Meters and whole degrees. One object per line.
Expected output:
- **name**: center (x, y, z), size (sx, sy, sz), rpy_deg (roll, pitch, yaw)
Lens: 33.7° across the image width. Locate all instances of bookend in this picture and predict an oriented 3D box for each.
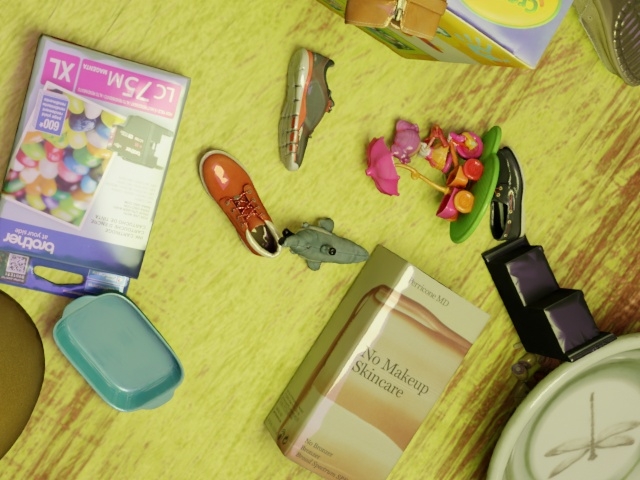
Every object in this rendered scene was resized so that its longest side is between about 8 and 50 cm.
- **bookend**: center (0.304, 0.073, 1.422), size (0.072, 0.156, 0.157), rpy_deg (-26, 94, -10)

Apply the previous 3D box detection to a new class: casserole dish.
- **casserole dish**: center (-0.253, 0.136, 1.333), size (0.114, 0.037, 0.188), rpy_deg (-30, 116, 8)

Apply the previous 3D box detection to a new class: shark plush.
- **shark plush**: center (0.000, 0.000, 1.349), size (0.161, 0.067, 0.073), rpy_deg (32, 82, -58)

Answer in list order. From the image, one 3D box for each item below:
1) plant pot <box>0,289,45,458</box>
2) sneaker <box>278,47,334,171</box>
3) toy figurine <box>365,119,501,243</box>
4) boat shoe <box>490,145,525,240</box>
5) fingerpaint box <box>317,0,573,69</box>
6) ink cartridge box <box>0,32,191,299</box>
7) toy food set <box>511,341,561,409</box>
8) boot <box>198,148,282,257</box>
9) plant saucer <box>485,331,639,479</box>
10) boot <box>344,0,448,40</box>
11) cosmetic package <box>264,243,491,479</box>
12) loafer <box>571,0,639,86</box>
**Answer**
- **plant pot**: center (-0.428, 0.182, 1.195), size (0.237, 0.254, 0.237), rpy_deg (-4, 102, -17)
- **sneaker**: center (-0.011, -0.164, 1.349), size (0.065, 0.061, 0.157), rpy_deg (6, 100, -24)
- **toy figurine**: center (0.140, -0.104, 1.388), size (0.159, 0.130, 0.173), rpy_deg (22, 72, -10)
- **boat shoe**: center (0.254, -0.063, 1.451), size (0.042, 0.049, 0.133), rpy_deg (-13, 109, -21)
- **fingerpaint box**: center (0.023, -0.372, 1.151), size (0.445, 0.371, 0.163), rpy_deg (29, 92, -19)
- **ink cartridge box**: center (-0.287, -0.075, 1.286), size (0.186, 0.065, 0.311), rpy_deg (14, 99, -18)
- **toy food set**: center (0.318, 0.203, 1.540), size (0.078, 0.019, 0.122), rpy_deg (-14, 105, -13)
- **boot**: center (-0.097, -0.045, 1.335), size (0.059, 0.084, 0.158), rpy_deg (-34, 107, -5)
- **plant saucer**: center (0.398, 0.290, 1.515), size (0.401, 0.100, 0.400), rpy_deg (-10, 118, -18)
- **boot**: center (0.117, -0.260, 0.971), size (0.197, 0.073, 0.152), rpy_deg (6, 102, -4)
- **cosmetic package**: center (0.073, 0.174, 1.405), size (0.153, 0.129, 0.296), rpy_deg (31, 91, -18)
- **loafer**: center (0.389, -0.326, 1.418), size (0.102, 0.092, 0.268), rpy_deg (-37, 125, -4)
